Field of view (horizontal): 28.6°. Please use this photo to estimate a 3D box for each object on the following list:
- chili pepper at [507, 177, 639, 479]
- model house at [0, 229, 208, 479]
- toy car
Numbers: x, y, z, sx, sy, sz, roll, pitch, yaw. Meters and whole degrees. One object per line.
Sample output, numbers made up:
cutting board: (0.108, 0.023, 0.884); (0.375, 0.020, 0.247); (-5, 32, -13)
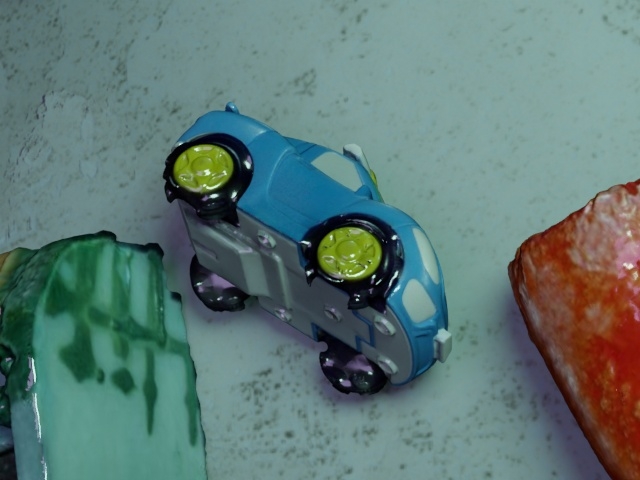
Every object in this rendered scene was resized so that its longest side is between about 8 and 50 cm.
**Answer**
chili pepper: (0.295, 0.061, 0.943); (0.251, 0.229, 0.305); (-45, 66, 32)
model house: (-0.312, 0.173, 1.220); (0.329, 0.252, 0.294); (-17, 76, 29)
toy car: (0.000, 0.000, 1.129); (0.314, 0.198, 0.166); (30, 65, 24)
